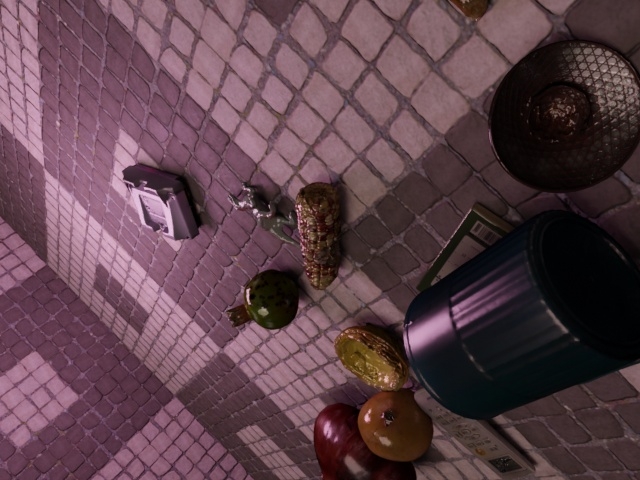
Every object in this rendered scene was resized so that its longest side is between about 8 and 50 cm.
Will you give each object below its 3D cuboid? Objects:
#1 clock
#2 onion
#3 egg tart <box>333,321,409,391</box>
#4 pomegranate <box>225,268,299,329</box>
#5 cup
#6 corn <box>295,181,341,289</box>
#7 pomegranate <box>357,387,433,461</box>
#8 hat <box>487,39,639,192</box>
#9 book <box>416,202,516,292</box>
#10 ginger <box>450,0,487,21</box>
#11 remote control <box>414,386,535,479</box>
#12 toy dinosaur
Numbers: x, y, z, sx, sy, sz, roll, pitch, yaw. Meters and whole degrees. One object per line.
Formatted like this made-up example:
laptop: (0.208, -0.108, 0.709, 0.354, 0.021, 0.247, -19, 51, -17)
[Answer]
clock: (-0.470, -0.110, 1.516, 0.253, 0.083, 0.186, 18, 136, 33)
onion: (0.099, 0.651, 1.505, 0.347, 0.285, 0.348, 42, 161, 18)
egg tart: (0.133, 0.284, 1.288, 0.212, 0.090, 0.213, 28, 140, 27)
pomegranate: (-0.150, 0.164, 1.375, 0.159, 0.205, 0.159, 63, 176, 7)
cup: (0.328, 0.139, 0.790, 0.308, 0.242, 0.292, 44, 141, 6)
corn: (0.000, 0.000, 1.141, 0.098, 0.098, 0.290, 24, 140, 28)
pomegranate: (0.190, 0.470, 1.320, 0.191, 0.191, 0.191, 26, 140, 25)
hat: (0.317, -0.163, 0.695, 0.193, 0.082, 0.193, 2, 104, 6)
book: (0.310, 0.074, 0.964, 0.202, 0.027, 0.264, 35, 142, 13)
ginger: (0.168, -0.349, 0.692, 0.137, 0.044, 0.057, 34, 99, 3)
remote control: (0.371, 0.453, 1.250, 0.313, 0.055, 0.109, 42, 137, -2)
toy dinosaur: (-0.122, -0.043, 1.261, 0.242, 0.053, 0.167, 50, 145, -6)
